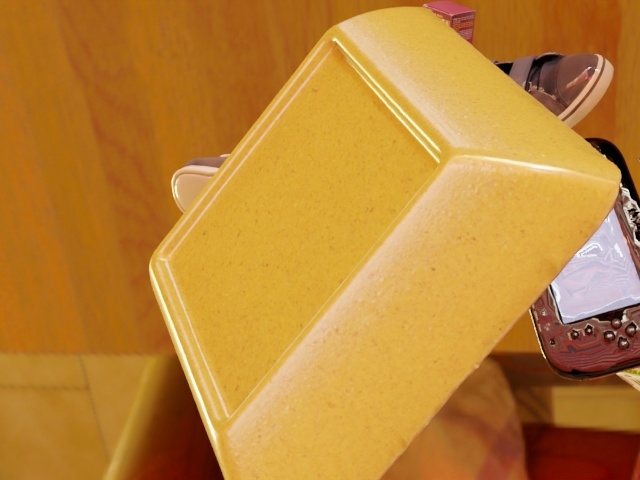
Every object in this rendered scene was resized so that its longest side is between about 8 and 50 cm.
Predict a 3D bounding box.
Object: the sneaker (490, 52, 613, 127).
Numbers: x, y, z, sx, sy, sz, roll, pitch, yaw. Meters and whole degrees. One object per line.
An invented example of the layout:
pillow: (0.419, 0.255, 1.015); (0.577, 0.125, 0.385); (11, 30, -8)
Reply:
sneaker: (0.255, -0.191, 1.741); (0.127, 0.126, 0.321); (39, 140, -20)

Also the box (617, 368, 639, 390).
box: (0.497, 0.217, 1.625); (0.207, 0.036, 0.114); (35, 168, -22)

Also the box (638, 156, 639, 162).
box: (0.507, -0.031, 1.395); (0.142, 0.247, 0.163); (-42, 135, 18)

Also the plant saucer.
plant saucer: (0.000, 0.000, 0.852); (0.081, 0.333, 0.333); (31, 104, -31)

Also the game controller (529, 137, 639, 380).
game controller: (0.319, 0.018, 1.494); (0.166, 0.319, 0.067); (-12, 147, 1)

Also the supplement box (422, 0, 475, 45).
supplement box: (0.157, -0.252, 1.550); (0.055, 0.043, 0.083); (32, 129, 43)

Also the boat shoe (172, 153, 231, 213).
boat shoe: (-0.046, -0.065, 1.590); (0.335, 0.095, 0.112); (11, 123, 38)
